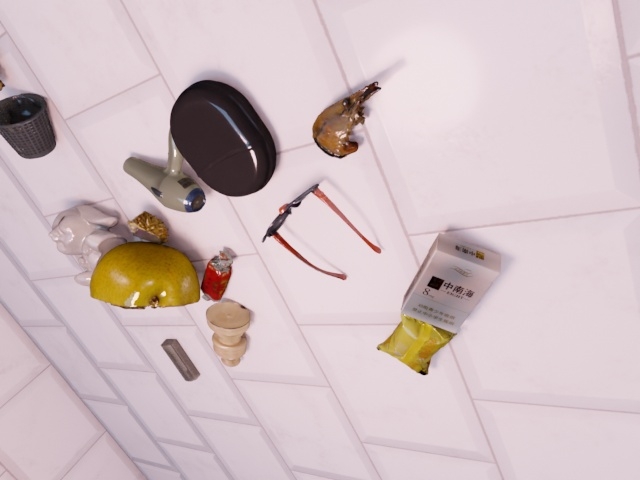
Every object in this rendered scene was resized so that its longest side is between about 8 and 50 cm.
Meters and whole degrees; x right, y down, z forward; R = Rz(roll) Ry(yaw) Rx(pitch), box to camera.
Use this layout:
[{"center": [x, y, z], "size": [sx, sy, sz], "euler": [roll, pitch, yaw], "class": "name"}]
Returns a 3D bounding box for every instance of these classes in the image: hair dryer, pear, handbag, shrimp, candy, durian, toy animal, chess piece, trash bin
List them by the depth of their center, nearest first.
[{"center": [0.074, -0.262, 1.086], "size": [0.117, 0.066, 0.262], "euler": [39, 151, -20], "class": "shrimp"}, {"center": [-0.251, -0.247, 1.268], "size": [0.254, 0.093, 0.308], "euler": [-24, 109, 36], "class": "handbag"}, {"center": [-0.466, -0.232, 1.446], "size": [0.296, 0.119, 0.297], "euler": [7, 111, 33], "class": "hair dryer"}, {"center": [-0.933, -0.351, 1.591], "size": [0.176, 0.175, 0.160], "euler": [21, 142, 18], "class": "trash bin"}, {"center": [-0.558, 0.100, 1.629], "size": [0.387, 0.341, 0.191], "euler": [8, 92, 60], "class": "pear"}, {"center": [-0.344, 0.128, 1.654], "size": [0.086, 0.059, 0.292], "euler": [34, 134, 7], "class": "candy"}, {"center": [-0.568, -0.043, 1.656], "size": [0.141, 0.078, 0.224], "euler": [22, 163, -23], "class": "durian"}, {"center": [-0.824, -0.004, 1.775], "size": [0.265, 0.206, 0.271], "euler": [33, 120, 18], "class": "toy animal"}, {"center": [-0.328, 0.354, 1.785], "size": [0.124, 0.139, 0.307], "euler": [53, 149, 35], "class": "chess piece"}]

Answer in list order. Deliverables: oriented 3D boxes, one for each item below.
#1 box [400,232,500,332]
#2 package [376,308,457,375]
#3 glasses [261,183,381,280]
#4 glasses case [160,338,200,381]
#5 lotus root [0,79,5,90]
[{"center": [0.306, 0.107, 1.203], "size": [0.155, 0.067, 0.242], "euler": [20, 133, 0], "class": "box"}, {"center": [0.260, 0.275, 1.365], "size": [0.168, 0.090, 0.226], "euler": [29, 137, 6], "class": "package"}, {"center": [0.000, 0.000, 1.297], "size": [0.268, 0.118, 0.234], "euler": [43, 134, -4], "class": "glasses"}, {"center": [-0.589, 0.504, 2.110], "size": [0.071, 0.047, 0.204], "euler": [-8, 118, 35], "class": "glasses case"}, {"center": [-1.075, -0.542, 1.541], "size": [0.278, 0.154, 0.154], "euler": [47, 135, -4], "class": "lotus root"}]
